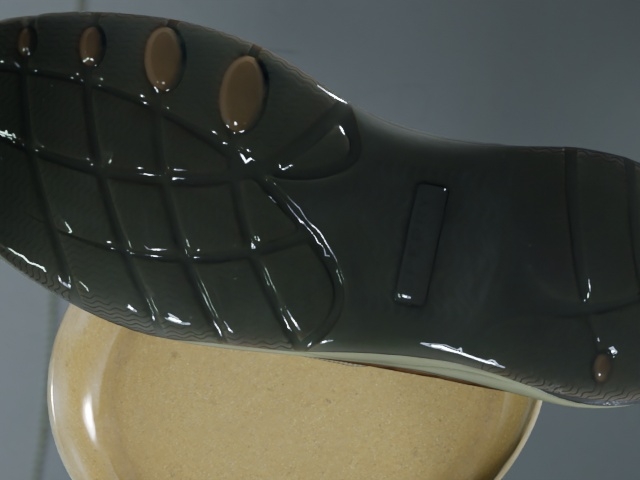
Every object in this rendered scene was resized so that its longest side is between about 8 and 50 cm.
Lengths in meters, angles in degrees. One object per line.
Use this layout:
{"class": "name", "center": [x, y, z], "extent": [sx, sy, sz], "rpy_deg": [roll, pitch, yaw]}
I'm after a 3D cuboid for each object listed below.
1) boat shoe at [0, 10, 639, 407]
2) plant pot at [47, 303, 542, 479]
{"class": "boat shoe", "center": [0.000, 0.000, 0.644], "extent": [0.324, 0.120, 0.122], "rpy_deg": [18, 82, 0]}
{"class": "plant pot", "center": [-0.010, 0.061, 0.738], "extent": [0.236, 0.236, 0.032], "rpy_deg": [-33, 143, -19]}
